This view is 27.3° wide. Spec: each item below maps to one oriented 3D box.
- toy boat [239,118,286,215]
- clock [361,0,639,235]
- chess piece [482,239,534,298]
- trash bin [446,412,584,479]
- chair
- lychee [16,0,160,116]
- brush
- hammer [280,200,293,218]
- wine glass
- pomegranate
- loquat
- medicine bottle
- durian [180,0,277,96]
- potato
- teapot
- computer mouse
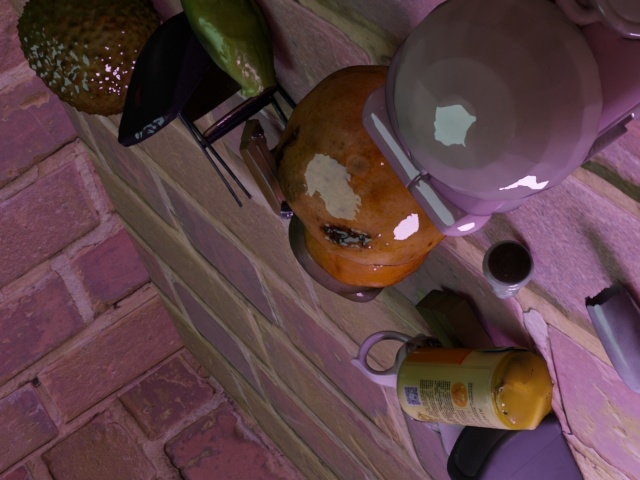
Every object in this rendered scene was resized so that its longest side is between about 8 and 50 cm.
[{"bbox_3d":[-0.077,-0.125,2.302,0.201,0.077,0.057,60,158,-17],"label":"toy boat"},{"bbox_3d":[0.194,-0.149,0.999,0.184,0.342,0.326,50,173,-2],"label":"clock"},{"bbox_3d":[0.245,0.045,1.736,0.067,0.067,0.103,50,172,18],"label":"chess piece"},{"bbox_3d":[0.304,0.360,2.004,0.101,0.176,0.236,27,153,58],"label":"trash bin"},{"bbox_3d":[-0.136,-0.200,2.174,0.247,0.158,0.172,55,167,-3],"label":"chair"},{"bbox_3d":[-0.411,-0.363,2.477,0.319,0.270,0.270,10,147,16],"label":"lychee"},{"bbox_3d":[0.244,0.182,2.053,0.233,0.047,0.103,55,166,-20],"label":"brush"},{"bbox_3d":[0.000,0.001,2.344,0.111,0.033,0.288,6,159,8],"label":"hammer"},{"bbox_3d":[0.389,0.164,1.546,0.262,0.074,0.074,59,164,-9],"label":"wine glass"},{"bbox_3d":[0.072,-0.093,1.652,0.260,0.260,0.260,49,164,20],"label":"pomegranate"},{"bbox_3d":[0.074,-0.020,1.882,0.187,0.176,0.234,3,155,16],"label":"loquat"},{"bbox_3d":[0.229,0.214,1.926,0.238,0.124,0.124,-6,120,49],"label":"medicine bottle"},{"bbox_3d":[-0.150,-0.337,2.036,0.250,0.101,0.139,55,165,-1],"label":"durian"},{"bbox_3d":[0.037,0.006,2.103,0.235,0.160,0.178,51,-150,-45],"label":"potato"},{"bbox_3d":[0.188,0.251,2.181,0.298,0.139,0.204,45,166,34],"label":"teapot"},{"bbox_3d":[-0.255,-0.282,2.150,0.168,0.295,0.087,-22,124,42],"label":"computer mouse"}]
